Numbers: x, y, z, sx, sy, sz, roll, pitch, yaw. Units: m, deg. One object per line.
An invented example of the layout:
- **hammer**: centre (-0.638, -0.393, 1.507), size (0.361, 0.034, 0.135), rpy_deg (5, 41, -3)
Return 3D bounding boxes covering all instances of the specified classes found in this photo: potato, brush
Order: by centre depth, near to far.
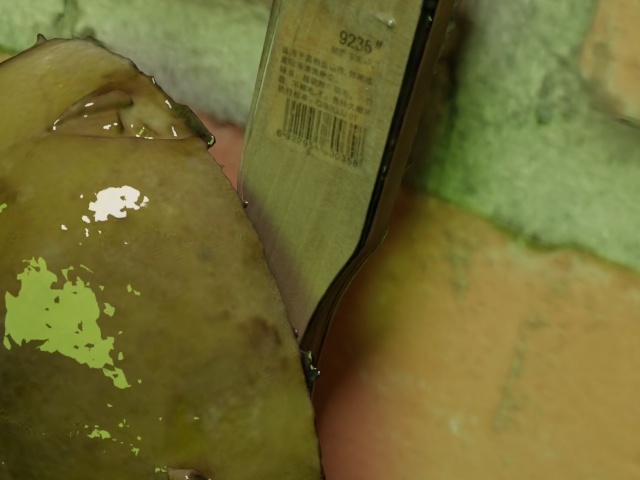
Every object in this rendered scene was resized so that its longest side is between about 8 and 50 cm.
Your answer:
- **brush**: centre (0.000, 0.000, 0.830), size (0.070, 0.065, 0.327), rpy_deg (28, 123, 20)
- **potato**: centre (-0.114, 0.062, 0.846), size (0.239, 0.116, 0.299), rpy_deg (-20, 90, 45)
